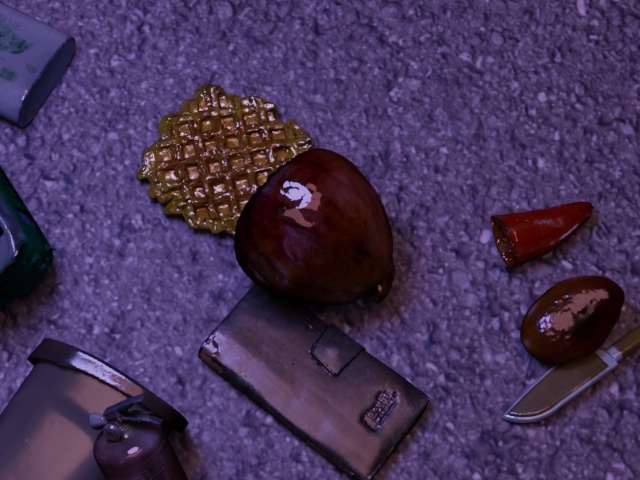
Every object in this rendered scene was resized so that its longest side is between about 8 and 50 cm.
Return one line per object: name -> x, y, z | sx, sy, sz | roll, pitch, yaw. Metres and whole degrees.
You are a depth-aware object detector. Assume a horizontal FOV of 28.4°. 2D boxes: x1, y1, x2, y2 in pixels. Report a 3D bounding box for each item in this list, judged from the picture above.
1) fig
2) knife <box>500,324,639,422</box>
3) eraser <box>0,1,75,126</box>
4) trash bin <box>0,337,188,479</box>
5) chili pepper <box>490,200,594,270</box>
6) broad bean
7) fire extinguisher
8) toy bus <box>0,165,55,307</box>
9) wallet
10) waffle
fig -> -0.009, -0.009, 1.835 | 0.224, 0.263, 0.224 | -19, 53, 27
knife -> 0.413, 0.179, 1.896 | 0.343, 0.027, 0.061 | -34, 57, -13
eraser -> -0.527, -0.299, 1.992 | 0.227, 0.081, 0.174 | 25, 69, 7
trash bin -> -0.343, 0.284, 1.721 | 0.219, 0.220, 0.250 | 34, 78, 10
chili pepper -> 0.352, -0.024, 1.955 | 0.169, 0.065, 0.088 | -20, 88, -16
broad bean -> 0.375, 0.118, 1.886 | 0.165, 0.084, 0.114 | -44, 66, -13
fire extinguisher -> -0.215, 0.301, 1.605 | 0.105, 0.269, 0.104 | -15, 30, 9
toy bus -> -0.536, -0.049, 1.829 | 0.184, 0.199, 0.343 | -36, 75, 5
wallet -> -0.010, 0.201, 1.852 | 0.317, 0.044, 0.169 | 37, 70, 10
waffle -> -0.147, -0.122, 1.964 | 0.254, 0.052, 0.245 | 28, 72, 9
